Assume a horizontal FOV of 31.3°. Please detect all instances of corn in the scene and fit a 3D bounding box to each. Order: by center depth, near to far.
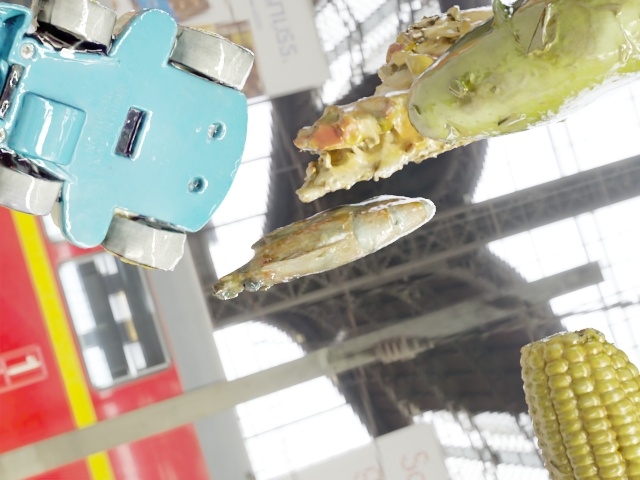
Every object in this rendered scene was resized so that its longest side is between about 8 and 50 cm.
[{"bbox_3d":[0.172,0.153,0.601,0.080,0.080,0.231,127,-54,-68],"label":"corn"}]

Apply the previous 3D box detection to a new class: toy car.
[{"bbox_3d":[-0.123,-0.062,0.580,0.098,0.161,0.126,23,-84,52],"label":"toy car"}]

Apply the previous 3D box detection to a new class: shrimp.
[{"bbox_3d":[0.001,-0.002,1.240,0.145,0.254,0.059,-117,-174,-84],"label":"shrimp"}]

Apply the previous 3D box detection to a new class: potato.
[{"bbox_3d":[0.156,-0.126,0.721,0.090,0.226,0.117,61,18,-4],"label":"potato"}]

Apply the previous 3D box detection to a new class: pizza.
[{"bbox_3d":[0.094,-0.143,0.989,0.251,0.288,0.074,-110,179,-68],"label":"pizza"}]
